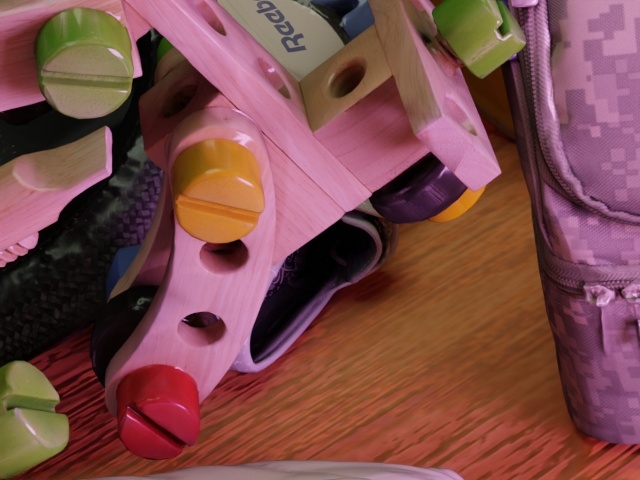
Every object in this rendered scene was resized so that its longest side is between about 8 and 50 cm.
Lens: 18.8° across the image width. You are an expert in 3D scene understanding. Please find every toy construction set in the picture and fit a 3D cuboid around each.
[{"bbox_3d":[-0.054,-0.048,0.728,0.237,0.257,0.309,-28,12,16],"label":"toy construction set"}]

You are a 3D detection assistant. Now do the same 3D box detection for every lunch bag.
[{"bbox_3d":[0.226,-0.069,0.868,0.305,0.256,0.212,-6,27,11],"label":"lunch bag"}]

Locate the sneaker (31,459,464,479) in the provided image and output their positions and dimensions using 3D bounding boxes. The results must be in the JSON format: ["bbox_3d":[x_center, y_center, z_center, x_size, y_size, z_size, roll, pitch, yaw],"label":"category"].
[{"bbox_3d":[-0.070,0.141,0.775,0.297,0.111,0.129,-3,6,17],"label":"sneaker"}]

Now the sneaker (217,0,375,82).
[{"bbox_3d":[-0.115,-0.113,1.234,0.315,0.127,0.182,9,31,32],"label":"sneaker"}]

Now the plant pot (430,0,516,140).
[{"bbox_3d":[0.183,-0.185,1.154,0.239,0.254,0.254,-38,34,-16],"label":"plant pot"}]

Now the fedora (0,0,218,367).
[{"bbox_3d":[-0.189,-0.027,1.023,0.334,0.152,0.334,-8,61,14],"label":"fedora"}]

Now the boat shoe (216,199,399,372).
[{"bbox_3d":[0.000,-0.001,1.036,0.081,0.079,0.227,15,42,31],"label":"boat shoe"}]
